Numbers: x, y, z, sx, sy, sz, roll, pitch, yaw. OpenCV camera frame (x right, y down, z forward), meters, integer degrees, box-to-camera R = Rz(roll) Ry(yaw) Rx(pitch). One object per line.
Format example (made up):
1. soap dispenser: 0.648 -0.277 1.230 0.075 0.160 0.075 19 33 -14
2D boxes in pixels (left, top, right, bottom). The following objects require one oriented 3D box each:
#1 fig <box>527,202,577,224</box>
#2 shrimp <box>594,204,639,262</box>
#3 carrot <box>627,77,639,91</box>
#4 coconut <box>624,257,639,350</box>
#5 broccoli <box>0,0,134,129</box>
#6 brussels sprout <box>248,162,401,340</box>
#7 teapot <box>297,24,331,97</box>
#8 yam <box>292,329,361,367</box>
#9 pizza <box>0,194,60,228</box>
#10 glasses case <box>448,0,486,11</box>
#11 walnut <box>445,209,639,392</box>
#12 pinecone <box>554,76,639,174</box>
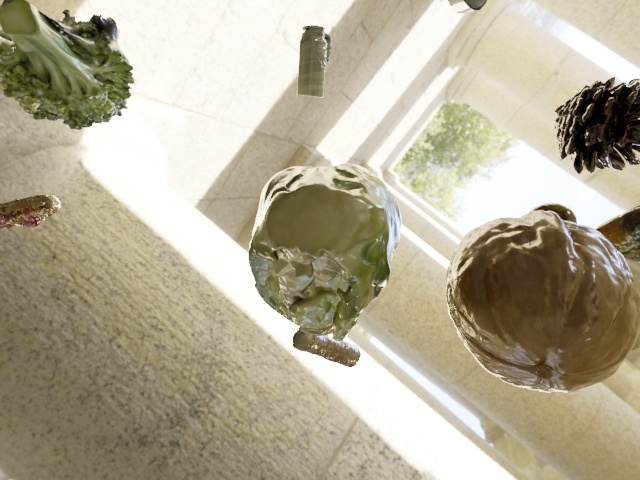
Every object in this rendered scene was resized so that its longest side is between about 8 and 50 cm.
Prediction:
1. fig: 0.708 -0.050 1.307 0.153 0.120 0.136 27 -88 59
2. shrimp: 0.925 0.006 1.122 0.085 0.272 0.445 -35 168 -48
3. carrot: 0.813 -0.344 1.129 0.060 0.060 0.186 -45 147 -32
4. coconut: 0.682 0.139 1.045 0.259 0.259 0.259 -49 172 -10
5. broccoli: -0.486 -0.348 0.770 0.247 0.263 0.243 -55 -177 -8
6. brussels sprout: 0.000 0.000 0.790 0.371 0.276 0.315 104 8 -68
7. teapot: -0.012 -0.545 1.296 0.107 0.077 0.200 -10 113 -40
8. yam: 0.027 0.325 1.276 0.081 0.081 0.356 -51 145 0
9. pizza: -0.687 -0.051 0.936 0.199 0.062 0.188 -16 -177 -36
10. glasses case: 0.342 -0.601 1.005 0.060 0.114 0.299 -19 -159 19
11. walnut: 0.360 0.088 0.712 0.277 0.252 0.313 -25 -151 37
12. pinecone: 0.615 -0.244 0.910 0.201 0.202 0.229 1 -148 40
